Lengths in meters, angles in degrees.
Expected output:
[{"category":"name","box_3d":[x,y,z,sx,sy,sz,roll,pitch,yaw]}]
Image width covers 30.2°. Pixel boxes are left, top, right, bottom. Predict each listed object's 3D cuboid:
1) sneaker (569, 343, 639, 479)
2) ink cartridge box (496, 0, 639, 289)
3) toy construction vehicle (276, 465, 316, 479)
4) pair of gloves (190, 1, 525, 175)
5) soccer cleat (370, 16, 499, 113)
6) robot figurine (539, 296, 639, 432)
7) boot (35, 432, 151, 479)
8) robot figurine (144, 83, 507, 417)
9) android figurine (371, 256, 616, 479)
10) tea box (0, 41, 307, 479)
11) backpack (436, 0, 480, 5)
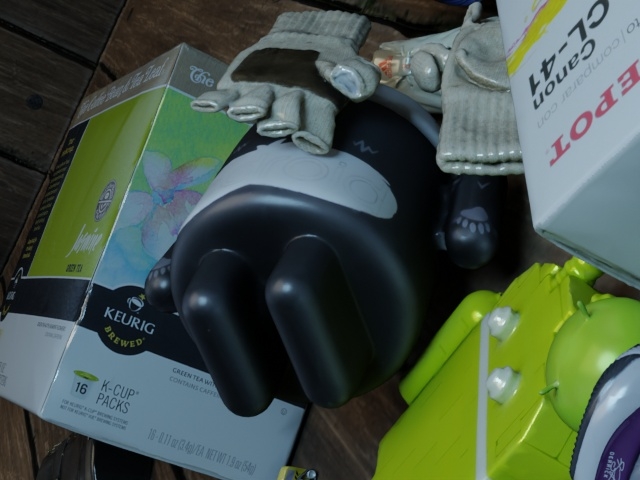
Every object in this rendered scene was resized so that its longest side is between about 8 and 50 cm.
[{"category":"sneaker","box_3d":[0.133,0.156,0.465,0.098,0.083,0.223,22,109,32]},{"category":"ink cartridge box","box_3d":[0.207,-0.152,0.617,0.226,0.131,0.306,-48,28,38]},{"category":"toy construction vehicle","box_3d":[-0.022,0.216,0.891,0.086,0.035,0.098,-15,55,62]},{"category":"pair of gloves","box_3d":[0.054,-0.113,0.785,0.204,0.240,0.042,-60,-28,-53]},{"category":"soccer cleat","box_3d":[0.083,-0.133,0.941,0.196,0.076,0.068,-18,53,61]},{"category":"robot figurine","box_3d":[0.153,0.067,0.542,0.101,0.115,0.067,-68,23,-1]},{"category":"boot","box_3d":[-0.266,0.222,1.358,0.229,0.091,0.262,-37,39,49]},{"category":"robot figurine","box_3d":[0.002,0.002,0.816,0.278,0.209,0.173,-64,-3,-55]},{"category":"android figurine","box_3d":[0.085,0.117,0.672,0.273,0.056,0.248,-56,8,29]},{"category":"tea box","box_3d":[-0.140,0.028,1.095,0.329,0.220,0.323,-2,67,65]},{"category":"backpack","box_3d":[0.090,-0.316,0.913,0.276,0.213,0.263,-108,34,-65]}]
